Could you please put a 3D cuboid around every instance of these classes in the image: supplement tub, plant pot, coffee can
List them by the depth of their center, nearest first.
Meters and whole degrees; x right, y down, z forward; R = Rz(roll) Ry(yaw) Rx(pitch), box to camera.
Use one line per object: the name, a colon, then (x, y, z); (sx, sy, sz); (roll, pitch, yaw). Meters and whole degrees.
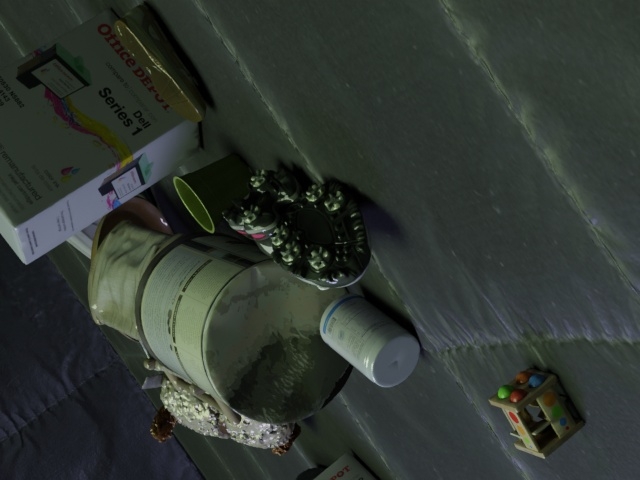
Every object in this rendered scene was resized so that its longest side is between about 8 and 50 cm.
supplement tub: (0.055, 0.112, 1.489); (0.107, 0.071, 0.071); (36, 156, 46)
plant pot: (-0.125, -0.065, 1.613); (0.083, 0.079, 0.083); (48, 162, 21)
coffee can: (-0.100, 0.104, 1.664); (0.201, 0.201, 0.275); (60, 163, -19)
plant pot: (-0.298, 0.048, 2.097); (0.032, 0.236, 0.236); (-7, 127, 26)

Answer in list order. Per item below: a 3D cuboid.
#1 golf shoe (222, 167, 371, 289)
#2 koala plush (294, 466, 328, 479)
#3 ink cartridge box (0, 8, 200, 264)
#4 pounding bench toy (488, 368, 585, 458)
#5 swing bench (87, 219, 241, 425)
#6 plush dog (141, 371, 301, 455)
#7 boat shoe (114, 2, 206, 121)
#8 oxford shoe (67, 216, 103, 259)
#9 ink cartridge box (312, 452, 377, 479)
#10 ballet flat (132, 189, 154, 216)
golf shoe: (0.000, 0.000, 1.410); (0.120, 0.105, 0.273); (45, 175, -28)
koala plush: (0.008, 0.526, 2.249); (0.221, 0.196, 0.203); (59, 153, -3)
ink cartridge box: (-0.319, -0.136, 1.664); (0.201, 0.278, 0.117); (49, 160, 17)
pounding bench toy: (0.192, 0.156, 1.228); (0.065, 0.052, 0.083); (58, 163, -13)
swing bench: (-0.208, 0.110, 1.909); (0.255, 0.165, 0.253); (41, 167, -23)
plush dog: (-0.143, 0.264, 2.158); (0.225, 0.210, 0.262); (15, 148, 30)
boat shoe: (-0.180, -0.210, 1.560); (0.153, 0.048, 0.056); (50, 152, -11)
oxford shoe: (-0.390, -0.038, 2.344); (0.169, 0.130, 0.449); (41, 175, 20)
ink cartridge box: (0.064, 0.486, 2.026); (0.233, 0.171, 0.168); (40, 159, 37)
ballet flat: (-0.323, -0.100, 2.111); (0.072, 0.068, 0.213); (43, 160, 36)
